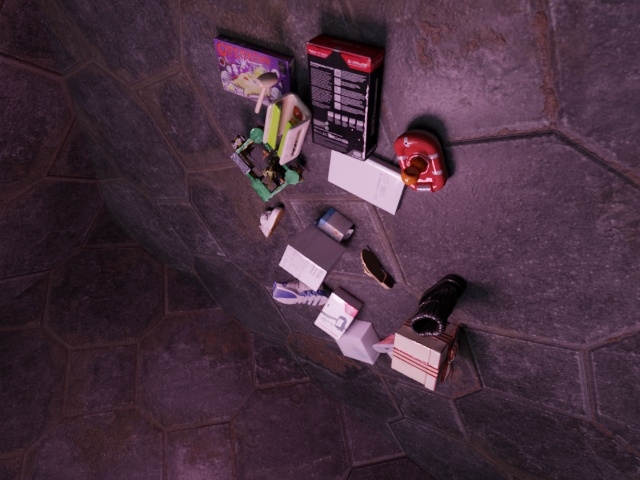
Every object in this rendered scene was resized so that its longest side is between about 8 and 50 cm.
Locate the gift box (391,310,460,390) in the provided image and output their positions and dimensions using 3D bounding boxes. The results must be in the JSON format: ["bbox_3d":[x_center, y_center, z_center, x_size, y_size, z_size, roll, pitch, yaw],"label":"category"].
[{"bbox_3d":[0.510,0.490,1.922,0.258,0.276,0.256,21,130,33],"label":"gift box"}]

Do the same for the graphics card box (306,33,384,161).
[{"bbox_3d":[0.079,-0.463,1.371,0.232,0.094,0.371,24,143,23],"label":"graphics card box"}]

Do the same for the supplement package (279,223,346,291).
[{"bbox_3d":[-0.034,0.073,1.832,0.203,0.194,0.149,35,134,8],"label":"supplement package"}]

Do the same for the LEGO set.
[{"bbox_3d":[-0.218,-0.344,1.792,0.331,0.192,0.255,42,118,-8],"label":"LEGO set"}]

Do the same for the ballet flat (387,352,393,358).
[{"bbox_3d":[0.491,0.646,2.223,0.400,0.139,0.139,-7,125,49],"label":"ballet flat"}]

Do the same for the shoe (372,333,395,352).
[{"bbox_3d":[0.372,0.572,2.300,0.064,0.081,0.177,51,143,-15],"label":"shoe"}]

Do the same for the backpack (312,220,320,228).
[{"bbox_3d":[0.000,0.000,1.978,0.158,0.117,0.173,30,143,15],"label":"backpack"}]

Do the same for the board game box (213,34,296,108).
[{"bbox_3d":[-0.242,-0.624,1.554,0.346,0.056,0.208,26,140,22],"label":"board game box"}]

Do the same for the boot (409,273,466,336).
[{"bbox_3d":[0.462,0.312,1.736,0.131,0.260,0.348,32,146,14],"label":"boot"}]

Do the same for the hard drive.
[{"bbox_3d":[0.175,-0.241,1.582,0.307,0.040,0.203,30,146,17],"label":"hard drive"}]

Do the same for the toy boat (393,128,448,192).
[{"bbox_3d":[0.311,-0.238,1.343,0.150,0.151,0.231,6,134,41],"label":"toy boat"}]

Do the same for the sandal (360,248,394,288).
[{"bbox_3d":[0.240,0.144,1.927,0.240,0.088,0.079,47,141,-18],"label":"sandal"}]

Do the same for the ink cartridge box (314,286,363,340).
[{"bbox_3d":[0.098,0.404,2.274,0.171,0.100,0.237,34,117,11],"label":"ink cartridge box"}]

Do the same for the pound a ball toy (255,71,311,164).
[{"bbox_3d":[-0.135,-0.450,1.509,0.208,0.135,0.319,53,161,6],"label":"pound a ball toy"}]

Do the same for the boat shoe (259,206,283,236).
[{"bbox_3d":[-0.269,-0.108,2.139,0.096,0.098,0.277,40,149,0],"label":"boat shoe"}]

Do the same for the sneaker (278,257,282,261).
[{"bbox_3d":[-0.149,0.109,2.280,0.170,0.089,0.051,8,135,40],"label":"sneaker"}]

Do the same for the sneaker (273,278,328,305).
[{"bbox_3d":[-0.116,0.252,2.302,0.315,0.182,0.128,11,137,-22],"label":"sneaker"}]

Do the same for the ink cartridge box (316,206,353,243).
[{"bbox_3d":[0.071,-0.059,1.858,0.143,0.090,0.092,37,147,7],"label":"ink cartridge box"}]

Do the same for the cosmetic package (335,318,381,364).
[{"bbox_3d":[0.215,0.581,2.424,0.223,0.138,0.225,4,131,43],"label":"cosmetic package"}]
